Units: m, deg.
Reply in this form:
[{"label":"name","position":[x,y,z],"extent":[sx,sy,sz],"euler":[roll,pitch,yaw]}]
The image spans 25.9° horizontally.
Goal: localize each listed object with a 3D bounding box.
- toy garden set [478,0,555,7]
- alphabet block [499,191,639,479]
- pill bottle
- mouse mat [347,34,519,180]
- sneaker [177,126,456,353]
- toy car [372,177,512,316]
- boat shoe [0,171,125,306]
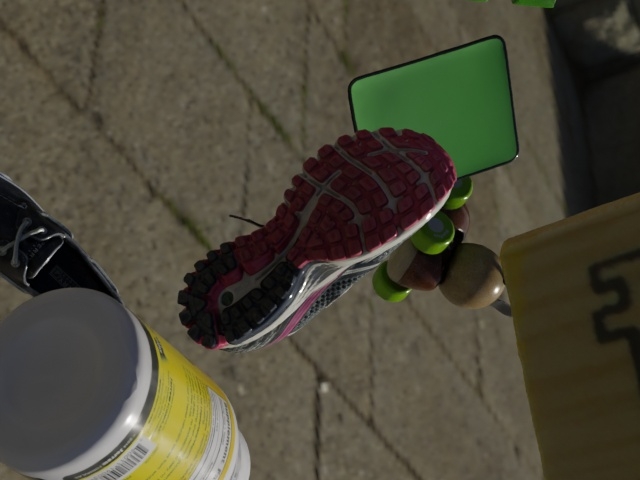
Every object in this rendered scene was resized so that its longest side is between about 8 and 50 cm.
[{"label":"toy garden set","position":[0.111,-0.328,1.424],"extent":[0.049,0.244,0.204],"euler":[101,-10,-45]},{"label":"alphabet block","position":[0.245,0.070,0.789],"extent":[0.192,0.197,0.194],"euler":[12,63,-48]},{"label":"pill bottle","position":[-0.199,0.193,1.441],"extent":[0.334,0.187,0.188],"euler":[52,29,-58]},{"label":"mouse mat","position":[0.125,-0.129,1.512],"extent":[0.007,0.189,0.153],"euler":[-134,-151,-61]},{"label":"sneaker","position":[0.000,0.000,1.348],"extent":[0.121,0.299,0.112],"euler":[60,12,22]},{"label":"toy car","position":[0.185,0.026,1.737],"extent":[0.188,0.155,0.149],"euler":[29,55,-4]},{"label":"boat shoe","position":[-0.354,0.010,1.682],"extent":[0.108,0.102,0.301],"euler":[-50,116,-15]}]
